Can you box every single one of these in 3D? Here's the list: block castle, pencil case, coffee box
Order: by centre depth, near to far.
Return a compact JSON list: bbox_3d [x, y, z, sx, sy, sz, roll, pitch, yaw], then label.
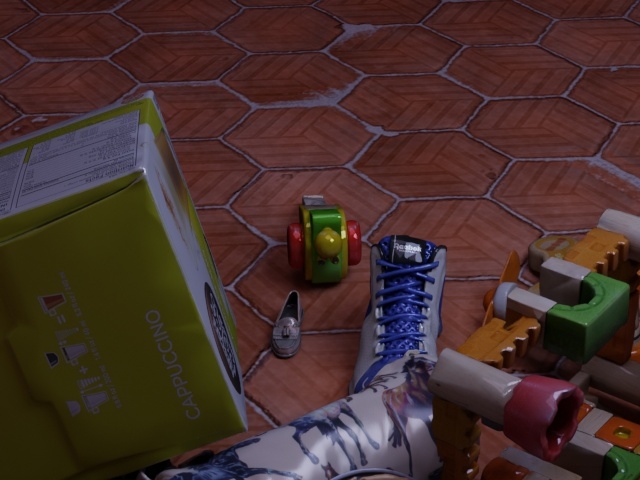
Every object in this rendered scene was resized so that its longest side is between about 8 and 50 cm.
[{"bbox_3d":[0.324,0.188,1.716,0.213,0.303,0.453,21,38,31],"label":"block castle"},{"bbox_3d":[-0.004,0.267,1.716,0.410,0.160,0.183,-23,72,-31],"label":"pencil case"},{"bbox_3d":[-0.299,0.069,1.734,0.338,0.337,0.334,-19,21,1],"label":"coffee box"}]

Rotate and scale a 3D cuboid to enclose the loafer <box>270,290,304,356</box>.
[{"bbox_3d":[-0.047,0.117,2.103,0.045,0.039,0.125,3,30,5],"label":"loafer"}]

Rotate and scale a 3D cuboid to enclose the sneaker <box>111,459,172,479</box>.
[{"bbox_3d":[-0.236,0.266,1.812,0.108,0.100,0.271,-14,25,-4],"label":"sneaker"}]

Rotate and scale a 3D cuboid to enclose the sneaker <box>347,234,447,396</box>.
[{"bbox_3d":[0.104,0.098,1.994,0.127,0.182,0.315,1,30,7],"label":"sneaker"}]

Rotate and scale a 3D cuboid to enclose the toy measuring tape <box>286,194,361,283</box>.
[{"bbox_3d":[0.000,0.000,2.279,0.121,0.121,0.330,-3,8,-4],"label":"toy measuring tape"}]

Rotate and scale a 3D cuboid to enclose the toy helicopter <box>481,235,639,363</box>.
[{"bbox_3d":[0.336,0.073,2.125,0.235,0.140,0.355,-8,19,5],"label":"toy helicopter"}]

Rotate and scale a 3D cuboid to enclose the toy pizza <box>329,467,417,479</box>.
[{"bbox_3d":[0.062,0.345,1.592,0.201,0.032,0.201,3,74,-12],"label":"toy pizza"}]
